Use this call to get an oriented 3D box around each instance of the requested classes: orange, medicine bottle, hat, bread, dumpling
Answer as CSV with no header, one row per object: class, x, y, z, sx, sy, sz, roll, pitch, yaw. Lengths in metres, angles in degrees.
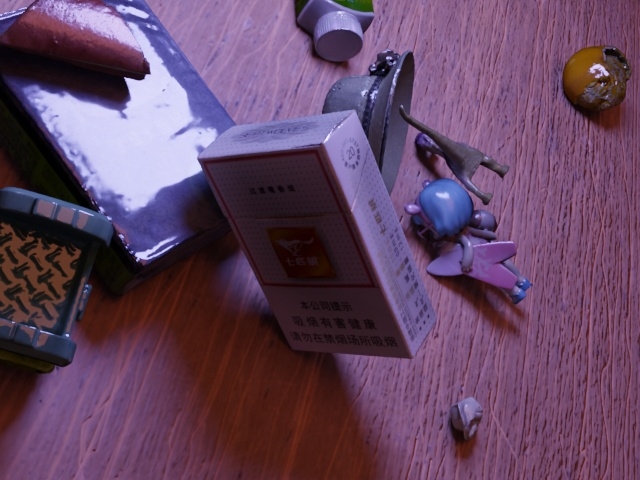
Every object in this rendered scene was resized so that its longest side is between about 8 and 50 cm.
orange,0.609,-0.357,1.943,0.156,0.134,0.157,10,54,-14
medicine bottle,0.026,-0.428,1.622,0.132,0.088,0.188,12,56,-28
hat,0.068,-0.199,1.465,0.130,0.257,0.257,11,51,10
bread,-0.317,-0.277,1.150,0.192,0.067,0.119,8,59,-28
dumpling,0.227,0.271,1.352,0.052,0.076,0.057,-22,71,-16

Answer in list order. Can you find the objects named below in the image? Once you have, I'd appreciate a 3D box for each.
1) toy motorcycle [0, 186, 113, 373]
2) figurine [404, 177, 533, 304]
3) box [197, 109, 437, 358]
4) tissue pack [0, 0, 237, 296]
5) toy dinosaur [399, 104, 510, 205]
toy motorcycle,-0.409,0.016,0.975,0.326,0.200,0.191,19,74,-18
figurine,0.271,-0.011,1.522,0.260,0.103,0.205,44,48,-1
box,0.000,0.000,1.170,0.095,0.210,0.330,-49,126,-42
tissue pack,-0.278,-0.152,1.226,0.288,0.124,0.394,-33,84,-42
toy dinosaur,0.221,-0.144,1.505,0.200,0.072,0.251,36,16,8
